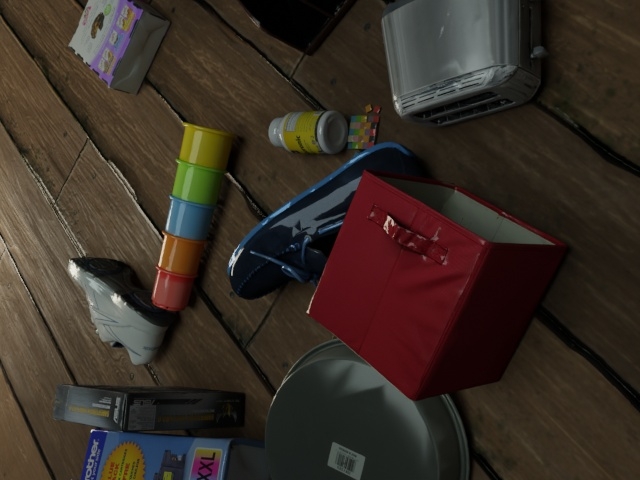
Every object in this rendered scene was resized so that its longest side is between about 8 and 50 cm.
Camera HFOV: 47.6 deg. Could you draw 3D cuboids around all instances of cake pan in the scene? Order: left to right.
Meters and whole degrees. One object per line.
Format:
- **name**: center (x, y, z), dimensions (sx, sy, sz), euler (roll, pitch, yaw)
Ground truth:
- **cake pan**: center (0.045, 0.274, 0.942), dimensions (0.293, 0.054, 0.293), euler (2, 93, 31)

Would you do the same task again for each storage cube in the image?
- **storage cube**: center (0.131, 0.046, 0.843), dimensions (0.184, 0.215, 0.193), euler (35, 112, 37)

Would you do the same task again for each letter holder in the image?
- **letter holder**: center (-0.104, -0.462, 1.107), dimensions (0.152, 0.214, 0.301), euler (-46, 58, 25)

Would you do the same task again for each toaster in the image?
- **toaster**: center (0.168, -0.233, 0.903), dimensions (0.227, 0.129, 0.146), euler (-10, 79, 37)

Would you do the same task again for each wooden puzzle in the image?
- **wooden puzzle**: center (0.062, -0.159, 1.060), dimensions (0.049, 0.006, 0.083), euler (8, 89, 40)

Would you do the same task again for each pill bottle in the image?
- **pill bottle**: center (-0.021, -0.163, 1.093), dimensions (0.116, 0.065, 0.065), euler (8, 89, 41)

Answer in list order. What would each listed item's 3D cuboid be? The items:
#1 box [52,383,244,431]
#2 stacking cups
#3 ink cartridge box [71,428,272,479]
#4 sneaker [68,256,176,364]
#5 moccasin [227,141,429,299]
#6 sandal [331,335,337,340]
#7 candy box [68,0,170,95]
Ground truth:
- **box**: center (-0.263, 0.258, 1.127), dimensions (0.183, 0.231, 0.056), euler (-5, 77, 39)
- **stacking cups**: center (-0.216, -0.036, 1.230), dimensions (0.096, 0.096, 0.316), euler (17, 98, 40)
- **ink cartridge box**: center (-0.245, 0.435, 1.108), dimensions (0.396, 0.151, 0.269), euler (-10, 64, 40)
- **sneaker**: center (-0.388, 0.121, 1.339), dimensions (0.297, 0.111, 0.129), euler (34, 111, 39)
- **moccasin**: center (0.000, 0.000, 1.007), dimensions (0.342, 0.138, 0.116), euler (-39, 65, 30)
- **sandal**: center (0.032, 0.182, 1.009), dimensions (0.072, 0.049, 0.180), euler (26, 99, 28)
- **candy box**: center (-0.405, -0.411, 1.449), dimensions (0.196, 0.070, 0.164), euler (43, 111, 35)
